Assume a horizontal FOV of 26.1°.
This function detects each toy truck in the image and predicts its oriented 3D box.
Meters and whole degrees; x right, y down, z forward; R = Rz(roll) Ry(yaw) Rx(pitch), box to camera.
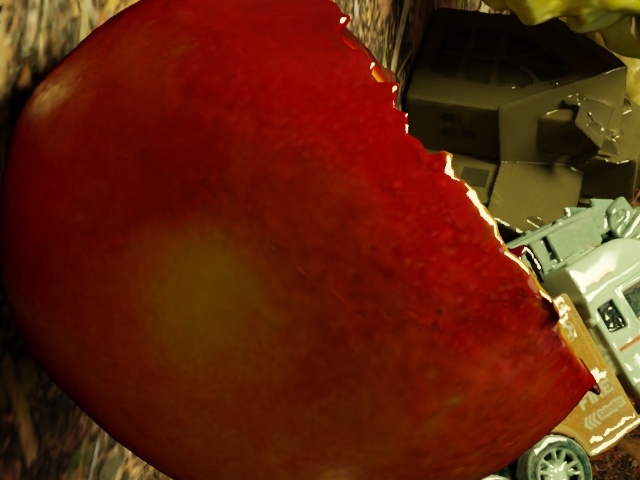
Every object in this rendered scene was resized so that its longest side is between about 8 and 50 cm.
[{"bbox_3d":[0.150,0.088,1.006,0.338,0.133,0.184,-28,90,-28],"label":"toy truck"}]

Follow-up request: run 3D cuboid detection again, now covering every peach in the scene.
[{"bbox_3d":[0.000,0.000,0.525,0.190,0.226,0.196,89,18,-44],"label":"peach"}]

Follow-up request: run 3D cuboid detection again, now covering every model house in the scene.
[{"bbox_3d":[0.201,-0.063,1.189,0.211,0.243,0.204,81,23,-50],"label":"model house"}]

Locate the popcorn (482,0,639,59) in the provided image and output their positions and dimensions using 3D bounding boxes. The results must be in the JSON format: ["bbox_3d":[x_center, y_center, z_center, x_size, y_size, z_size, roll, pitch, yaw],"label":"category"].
[{"bbox_3d":[0.218,-0.276,1.054,0.225,0.276,0.276,-122,-149,-62],"label":"popcorn"}]

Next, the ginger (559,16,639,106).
[{"bbox_3d":[0.287,-0.270,1.612,0.363,0.122,0.348,106,-23,-79],"label":"ginger"}]
